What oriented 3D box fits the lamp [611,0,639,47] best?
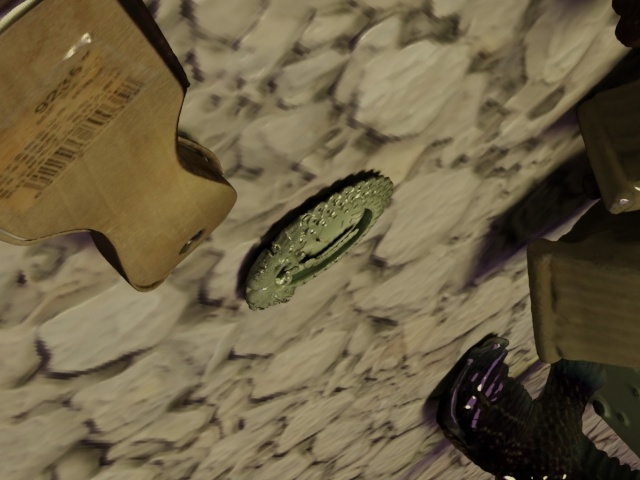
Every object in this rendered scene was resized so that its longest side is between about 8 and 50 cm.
[{"bbox_3d":[0.152,-0.180,0.541,0.253,0.118,0.118,-43,162,17],"label":"lamp"}]

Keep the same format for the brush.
[{"bbox_3d":[-0.074,-0.036,0.513,0.070,0.065,0.327,-47,171,-2],"label":"brush"}]

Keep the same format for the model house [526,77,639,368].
[{"bbox_3d":[0.196,-0.020,0.974,0.188,0.122,0.229,-21,142,-17],"label":"model house"}]

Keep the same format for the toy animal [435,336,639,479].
[{"bbox_3d":[0.156,0.174,1.275,0.197,0.272,0.160,-52,-165,17],"label":"toy animal"}]

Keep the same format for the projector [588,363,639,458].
[{"bbox_3d":[0.310,0.105,1.339,0.108,0.198,0.250,-34,159,-22],"label":"projector"}]

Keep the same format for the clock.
[{"bbox_3d":[0.000,0.000,0.791,0.083,0.010,0.074,-35,160,-21],"label":"clock"}]
